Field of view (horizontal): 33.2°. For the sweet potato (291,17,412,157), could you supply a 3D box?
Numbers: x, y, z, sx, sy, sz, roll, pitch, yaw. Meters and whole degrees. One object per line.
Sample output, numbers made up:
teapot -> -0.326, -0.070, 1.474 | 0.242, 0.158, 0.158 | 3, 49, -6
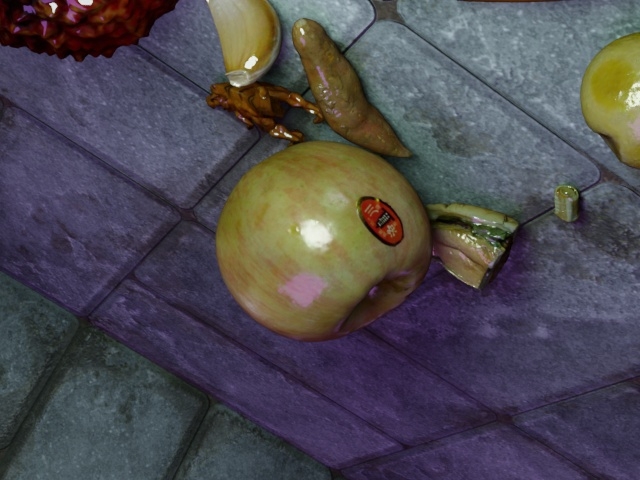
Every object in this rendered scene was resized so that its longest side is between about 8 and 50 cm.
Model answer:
sweet potato -> 0.035, -0.261, 1.942 | 0.106, 0.095, 0.354 | -9, 136, 38

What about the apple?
apple -> 0.000, 0.000, 2.025 | 0.346, 0.391, 0.391 | 49, 158, 22

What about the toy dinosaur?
toy dinosaur -> -0.085, -0.249, 2.006 | 0.208, 0.097, 0.432 | 23, 175, -24

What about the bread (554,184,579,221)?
bread -> 0.456, -0.070, 1.983 | 0.049, 0.033, 0.088 | 24, 149, 33

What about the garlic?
garlic -> -0.138, -0.374, 1.880 | 0.115, 0.128, 0.206 | 96, 148, -86

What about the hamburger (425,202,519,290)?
hamburger -> 0.285, -0.022, 2.129 | 0.208, 0.135, 0.155 | 31, 137, 20

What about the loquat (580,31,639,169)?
loquat -> 0.486, -0.204, 1.587 | 0.213, 0.213, 0.213 | 19, 150, 12

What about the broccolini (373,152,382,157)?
broccolini -> 0.121, -0.106, 2.185 | 0.091, 0.068, 0.202 | 6, 131, 7

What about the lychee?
lychee -> -0.394, -0.486, 1.635 | 0.424, 0.424, 0.500 | 47, -176, -32

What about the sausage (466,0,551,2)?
sausage -> 0.289, -0.387, 1.557 | 0.300, 0.089, 0.083 | 6, 151, 32
